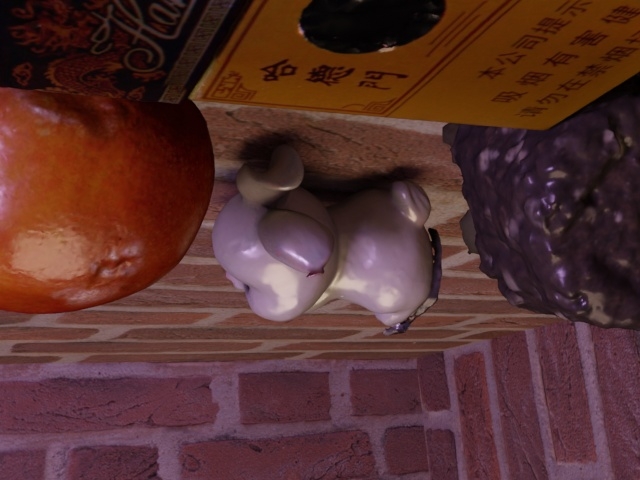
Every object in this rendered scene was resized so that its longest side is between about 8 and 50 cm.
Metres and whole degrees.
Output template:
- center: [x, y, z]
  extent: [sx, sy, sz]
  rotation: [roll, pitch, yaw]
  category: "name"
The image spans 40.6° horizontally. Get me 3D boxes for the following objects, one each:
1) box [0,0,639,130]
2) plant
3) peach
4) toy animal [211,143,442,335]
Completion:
- center: [0.031, -0.172, 0.490]
  extent: [0.415, 0.116, 0.264]
  rotation: [1, 165, -25]
  category: "box"
- center: [0.236, -0.048, 0.815]
  extent: [0.213, 0.215, 0.312]
  rotation: [-18, -169, -3]
  category: "plant"
- center: [-0.204, -0.059, 0.690]
  extent: [0.243, 0.199, 0.244]
  rotation: [-16, 131, -19]
  category: "peach"
- center: [-0.004, 0.005, 1.047]
  extent: [0.310, 0.183, 0.247]
  rotation: [14, 152, -38]
  category: "toy animal"
